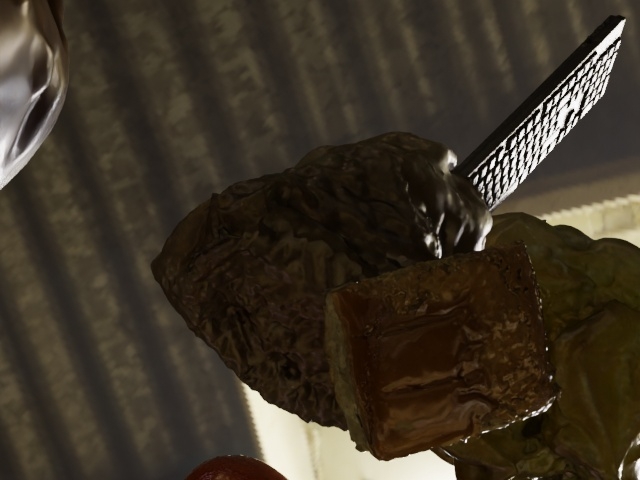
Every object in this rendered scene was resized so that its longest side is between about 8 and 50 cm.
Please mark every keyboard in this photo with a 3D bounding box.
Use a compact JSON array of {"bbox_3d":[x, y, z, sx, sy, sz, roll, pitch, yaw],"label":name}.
[{"bbox_3d":[0.176,-0.089,1.169,0.018,0.310,0.101,29,-42,21],"label":"keyboard"}]

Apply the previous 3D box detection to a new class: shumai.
[{"bbox_3d":[-0.001,0.003,0.900,0.218,0.185,0.184,27,-48,-24],"label":"shumai"}]

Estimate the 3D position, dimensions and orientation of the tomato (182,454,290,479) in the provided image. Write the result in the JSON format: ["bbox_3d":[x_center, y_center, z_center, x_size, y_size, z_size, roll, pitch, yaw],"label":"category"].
[{"bbox_3d":[-0.092,0.354,1.453,0.180,0.260,0.260,15,-65,12],"label":"tomato"}]

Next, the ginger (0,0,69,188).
[{"bbox_3d":[-0.210,-0.064,0.392,0.357,0.274,0.152,15,-61,52],"label":"ginger"}]

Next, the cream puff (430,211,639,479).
[{"bbox_3d":[0.196,0.145,1.337,0.324,0.257,0.291,15,-47,6],"label":"cream puff"}]

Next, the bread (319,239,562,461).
[{"bbox_3d":[0.045,0.042,0.537,0.083,0.077,0.070,-16,-91,-11],"label":"bread"}]
